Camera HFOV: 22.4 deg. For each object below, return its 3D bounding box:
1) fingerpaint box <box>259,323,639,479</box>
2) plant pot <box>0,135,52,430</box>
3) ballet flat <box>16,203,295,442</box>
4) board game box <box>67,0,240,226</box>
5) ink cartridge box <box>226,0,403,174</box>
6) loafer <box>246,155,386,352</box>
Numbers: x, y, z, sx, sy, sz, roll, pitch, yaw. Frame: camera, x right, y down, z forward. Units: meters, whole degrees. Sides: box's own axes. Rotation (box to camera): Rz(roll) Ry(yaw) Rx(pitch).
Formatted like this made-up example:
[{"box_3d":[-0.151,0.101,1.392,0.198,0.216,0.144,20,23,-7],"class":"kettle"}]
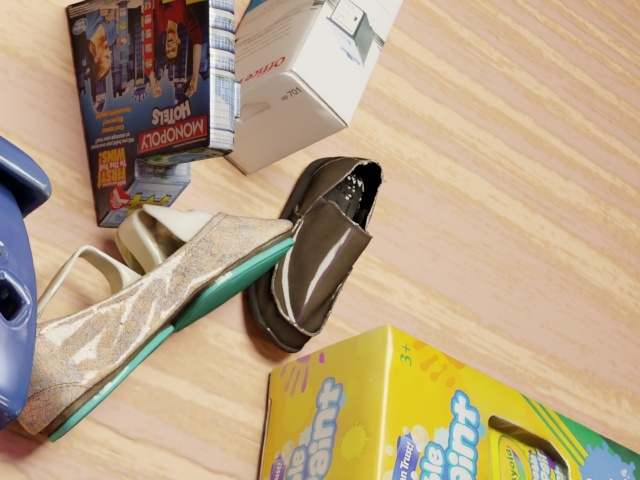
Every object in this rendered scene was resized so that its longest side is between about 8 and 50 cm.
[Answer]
[{"box_3d":[0.119,0.348,1.337,0.371,0.163,0.445,29,54,-32],"class":"fingerpaint box"},{"box_3d":[-0.318,0.012,1.024,0.236,0.236,0.212,34,46,-28],"class":"plant pot"},{"box_3d":[-0.139,0.034,1.278,0.106,0.107,0.316,49,44,2],"class":"ballet flat"},{"box_3d":[-0.129,-0.110,1.314,0.060,0.194,0.194,2,85,-42],"class":"board game box"},{"box_3d":[-0.018,-0.168,1.450,0.082,0.139,0.191,42,49,-25],"class":"ink cartridge box"},{"box_3d":[0.000,0.000,1.438,0.080,0.078,0.220,38,49,-26],"class":"loafer"}]
